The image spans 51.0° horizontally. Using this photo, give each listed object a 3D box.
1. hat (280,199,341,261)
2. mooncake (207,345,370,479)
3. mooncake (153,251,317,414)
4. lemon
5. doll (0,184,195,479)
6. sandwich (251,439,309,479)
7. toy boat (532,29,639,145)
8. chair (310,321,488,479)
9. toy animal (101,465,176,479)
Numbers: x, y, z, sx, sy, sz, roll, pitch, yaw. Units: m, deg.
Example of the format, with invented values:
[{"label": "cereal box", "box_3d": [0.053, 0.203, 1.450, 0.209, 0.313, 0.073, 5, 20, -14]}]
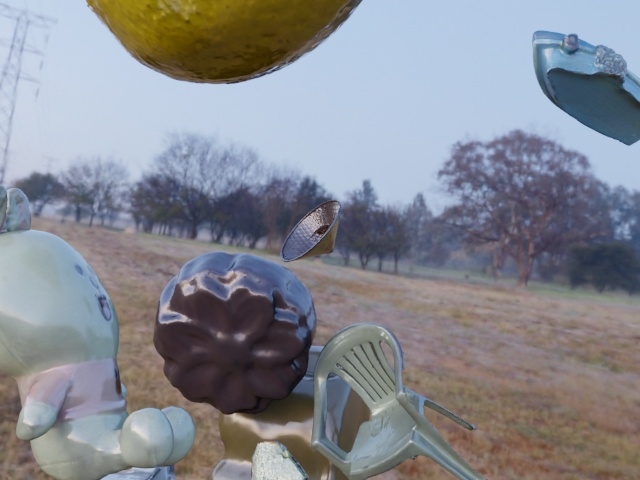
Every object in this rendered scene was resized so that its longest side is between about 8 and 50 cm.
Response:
[{"label": "hat", "box_3d": [0.000, 0.000, 1.577, 0.082, 0.193, 0.193, 45, -17, -22]}, {"label": "mooncake", "box_3d": [-0.046, 0.447, 1.388, 0.262, 0.467, 0.467, 5, -5, 15]}, {"label": "mooncake", "box_3d": [-0.147, 0.160, 1.142, 0.283, 0.283, 0.141, 12, 22, -5]}, {"label": "lemon", "box_3d": [-0.073, -0.241, 0.520, 0.236, 0.236, 0.263, 13, -46, -31]}, {"label": "doll", "box_3d": [-0.220, 0.089, 0.552, 0.275, 0.113, 0.155, 56, 2, 2]}, {"label": "sandwich", "box_3d": [-0.066, 0.365, 1.059, 0.093, 0.104, 0.035, -12, -32, 11]}, {"label": "toy boat", "box_3d": [0.388, -0.228, 0.951, 0.238, 0.098, 0.109, 23, -37, -26]}, {"label": "chair", "box_3d": [0.113, 0.294, 1.099, 0.275, 0.203, 0.190, 44, 31, -17]}, {"label": "toy animal", "box_3d": [-0.290, 0.347, 0.754, 0.289, 0.174, 0.249, -13, -7, 19]}]
